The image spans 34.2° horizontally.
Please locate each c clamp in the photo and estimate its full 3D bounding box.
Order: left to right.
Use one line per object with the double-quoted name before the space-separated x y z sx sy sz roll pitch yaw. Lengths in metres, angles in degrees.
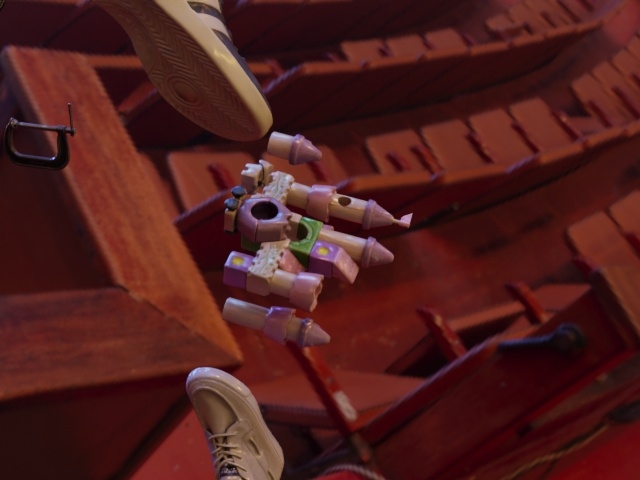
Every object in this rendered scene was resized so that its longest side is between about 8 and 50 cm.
"c clamp" -0.541 -0.201 2.004 0.161 0.137 0.022 2 26 13

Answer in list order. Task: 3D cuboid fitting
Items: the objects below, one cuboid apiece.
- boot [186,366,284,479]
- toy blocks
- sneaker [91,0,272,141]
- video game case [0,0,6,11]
"boot" -0.135 0.322 1.624 0.258 0.095 0.123 57 24 -31
"toy blocks" 0.000 0.000 1.760 0.260 0.309 0.288 16 47 9
"sneaker" -0.150 -0.270 1.155 0.350 0.131 0.148 51 53 -29
"video game case" -0.607 -0.360 1.603 0.196 0.274 0.026 29 5 -11
